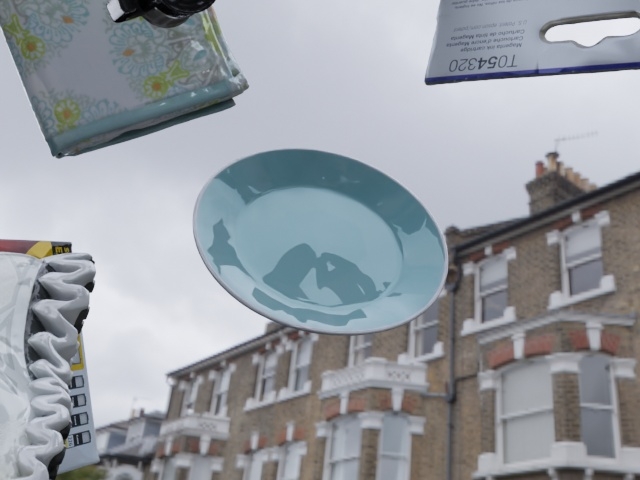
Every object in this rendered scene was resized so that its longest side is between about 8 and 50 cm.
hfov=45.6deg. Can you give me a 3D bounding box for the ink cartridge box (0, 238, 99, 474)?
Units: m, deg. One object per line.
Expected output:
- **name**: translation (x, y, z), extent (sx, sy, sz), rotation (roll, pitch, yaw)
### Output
- **ink cartridge box**: translation (-0.406, 0.159, 1.017), extent (0.130, 0.309, 0.272), rotation (-13, -8, 28)

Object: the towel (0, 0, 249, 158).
- **towel**: translation (-0.351, -0.347, 1.363), extent (0.375, 0.320, 0.090), rotation (-21, -5, -17)

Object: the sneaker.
- **sneaker**: translation (-0.217, 0.099, 0.477), extent (0.118, 0.292, 0.110), rotation (18, -65, -21)

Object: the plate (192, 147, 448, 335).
- **plate**: translation (0.000, 0.000, 0.555), extent (0.188, 0.188, 0.024), rotation (11, -46, -8)

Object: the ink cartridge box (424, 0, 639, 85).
- **ink cartridge box**: translation (0.281, -0.291, 0.715), extent (0.324, 0.329, 0.071), rotation (5, -13, 37)

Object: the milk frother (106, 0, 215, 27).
- **milk frother**: translation (-0.202, -0.339, 0.926), extent (0.129, 0.143, 0.135), rotation (-9, 11, -22)
